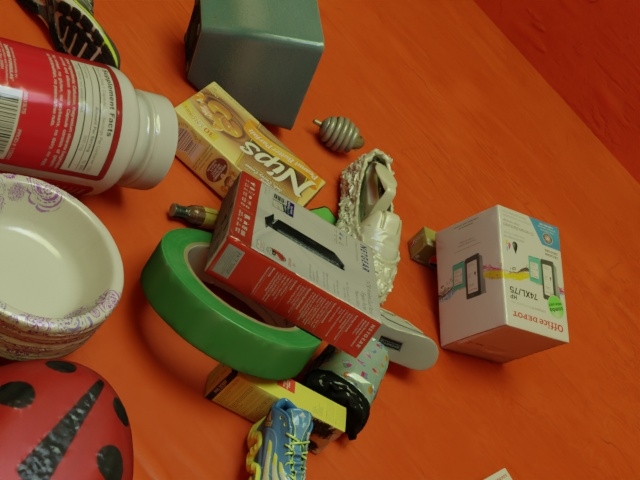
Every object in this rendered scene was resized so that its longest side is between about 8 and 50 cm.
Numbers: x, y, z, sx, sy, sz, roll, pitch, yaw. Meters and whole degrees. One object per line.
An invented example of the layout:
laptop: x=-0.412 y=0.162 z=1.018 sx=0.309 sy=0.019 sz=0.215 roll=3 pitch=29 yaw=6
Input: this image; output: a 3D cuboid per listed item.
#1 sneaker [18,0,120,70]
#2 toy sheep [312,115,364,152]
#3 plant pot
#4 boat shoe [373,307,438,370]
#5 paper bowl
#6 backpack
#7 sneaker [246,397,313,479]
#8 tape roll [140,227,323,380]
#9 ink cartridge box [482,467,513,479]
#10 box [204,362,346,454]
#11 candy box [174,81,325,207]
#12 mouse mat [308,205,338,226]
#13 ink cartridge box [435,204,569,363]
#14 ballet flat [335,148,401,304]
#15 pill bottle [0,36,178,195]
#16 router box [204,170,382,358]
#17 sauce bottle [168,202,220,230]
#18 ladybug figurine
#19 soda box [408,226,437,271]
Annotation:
sneaker: x=-0.479 y=-0.444 z=2.062 sx=0.300 sy=0.111 sz=0.121 roll=53 pitch=31 yaw=8
toy sheep: x=0.041 y=-0.246 z=2.413 sx=0.132 sy=0.091 sz=0.091 roll=21 pitch=39 yaw=-10
plant pot: x=-0.157 y=-0.421 z=2.262 sx=0.252 sy=0.248 sz=0.247 roll=7 pitch=47 yaw=-18
boat shoe: x=0.104 y=0.170 z=2.048 sx=0.267 sy=0.096 sz=0.088 roll=19 pitch=10 yaw=-13
paper bowl: x=-0.447 y=0.051 z=1.547 sx=0.284 sy=0.148 sz=0.284 roll=27 pitch=39 yaw=-24
backpack: x=0.049 y=0.247 z=1.887 sx=0.152 sy=0.115 sz=0.182 roll=40 pitch=32 yaw=-3
sneaker: x=-0.060 y=0.332 z=1.626 sx=0.091 sy=0.126 sz=0.240 roll=16 pitch=23 yaw=-22
tape roll: x=-0.146 y=0.104 z=1.776 sx=0.321 sy=0.077 sz=0.321 roll=31 pitch=18 yaw=-11
ink cartridge box: x=0.341 y=0.508 z=1.968 sx=0.099 sy=0.056 sz=0.135 roll=-11 pitch=64 yaw=-50
box: x=-0.073 y=0.272 z=1.760 sx=0.232 sy=0.087 sz=0.058 roll=30 pitch=36 yaw=-19
candy box: x=-0.157 y=-0.162 z=2.113 sx=0.316 sy=0.087 sz=0.183 roll=43 pitch=34 yaw=-2
mouse mat: x=0.000 y=0.000 z=2.184 sx=0.189 sy=0.007 sz=0.152 roll=-15 pitch=66 yaw=-53
ink cartridge box: x=0.386 y=0.100 z=2.253 sx=0.198 sy=0.197 sz=0.270 roll=17 pitch=61 yaw=-34
ballet flat: x=0.109 y=-0.050 z=2.229 sx=0.147 sy=0.147 sz=0.409 roll=26 pitch=38 yaw=-25
pill bottle: x=-0.450 y=-0.197 z=1.728 sx=0.407 sy=0.229 sz=0.229 roll=9 pitch=48 yaw=-41
router box: x=-0.044 y=0.033 z=1.873 sx=0.301 sy=0.082 sz=0.335 roll=30 pitch=19 yaw=-12
sauce bottle: x=-0.223 y=-0.045 z=1.969 sx=0.128 sy=0.042 sz=0.042 roll=16 pitch=44 yaw=-36
ladybug figurine: x=-0.380 y=0.304 z=1.344 sx=0.305 sy=0.162 sz=0.449 roll=37 pitch=35 yaw=-11
soda box: x=0.289 y=0.038 z=2.392 sx=0.181 sy=0.061 sz=0.058 roll=24 pitch=39 yaw=-28
